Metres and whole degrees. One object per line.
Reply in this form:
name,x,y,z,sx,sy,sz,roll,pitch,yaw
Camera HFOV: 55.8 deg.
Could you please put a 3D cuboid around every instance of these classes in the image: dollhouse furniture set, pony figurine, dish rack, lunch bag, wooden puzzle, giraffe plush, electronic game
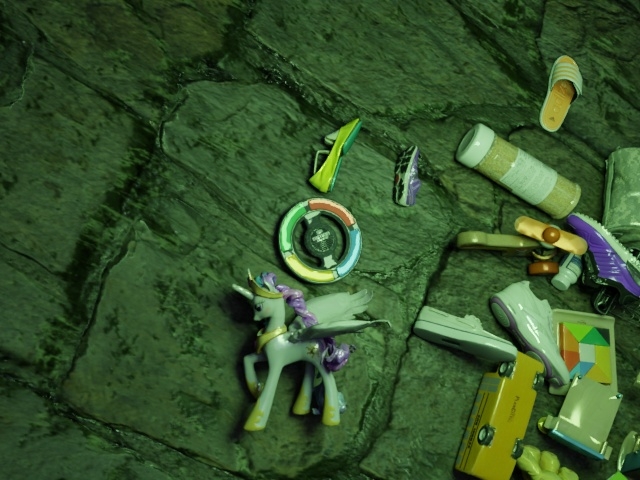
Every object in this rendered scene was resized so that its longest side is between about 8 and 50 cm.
dollhouse furniture set,0.778,0.475,1.663,0.303,0.198,0.287,25,68,15
pony figurine,-0.030,0.243,1.417,0.350,0.303,0.364,-1,95,-7
dish rack,0.934,0.155,1.743,0.271,0.074,0.208,26,98,-7
lunch bag,0.959,-0.115,1.765,0.255,0.213,0.305,16,70,4
wooden puzzle,0.747,0.323,1.711,0.220,0.044,0.239,9,78,-14
giraffe plush,0.555,0.655,1.546,0.181,0.210,0.171,20,104,-15
electronic game,0.000,0.000,1.562,0.229,0.048,0.230,3,79,-15

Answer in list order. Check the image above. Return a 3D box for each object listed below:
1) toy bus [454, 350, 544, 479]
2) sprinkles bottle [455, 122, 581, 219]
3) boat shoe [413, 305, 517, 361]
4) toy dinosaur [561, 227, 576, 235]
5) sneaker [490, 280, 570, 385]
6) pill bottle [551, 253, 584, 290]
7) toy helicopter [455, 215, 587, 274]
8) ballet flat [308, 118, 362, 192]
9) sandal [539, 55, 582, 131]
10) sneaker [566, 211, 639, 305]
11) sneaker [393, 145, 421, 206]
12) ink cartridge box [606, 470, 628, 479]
toy bus,0.463,0.454,1.562,0.108,0.130,0.333,25,74,-9
sprinkles bottle,0.561,-0.193,1.716,0.355,0.121,0.121,29,73,-9
boat shoe,0.378,0.236,1.563,0.267,0.096,0.088,12,61,24
toy dinosaur,0.731,-0.026,1.763,0.082,0.090,0.047,-7,63,-48
sneaker,0.600,0.247,1.642,0.152,0.114,0.305,-30,85,-20
pill bottle,0.715,0.083,1.735,0.067,0.067,0.120,42,72,-5
toy helicopter,0.534,0.008,1.611,0.354,0.235,0.140,3,79,-15
ballet flat,0.035,-0.237,1.607,0.077,0.077,0.231,22,76,7
sandal,0.748,-0.453,1.841,0.101,0.076,0.266,24,74,-10
sneaker,0.764,0.057,1.663,0.146,0.102,0.293,-45,71,14
sneaker,0.246,-0.176,1.666,0.071,0.068,0.170,13,85,-28
ink cartridge box,0.691,0.734,1.538,0.255,0.189,0.097,-29,47,-19
